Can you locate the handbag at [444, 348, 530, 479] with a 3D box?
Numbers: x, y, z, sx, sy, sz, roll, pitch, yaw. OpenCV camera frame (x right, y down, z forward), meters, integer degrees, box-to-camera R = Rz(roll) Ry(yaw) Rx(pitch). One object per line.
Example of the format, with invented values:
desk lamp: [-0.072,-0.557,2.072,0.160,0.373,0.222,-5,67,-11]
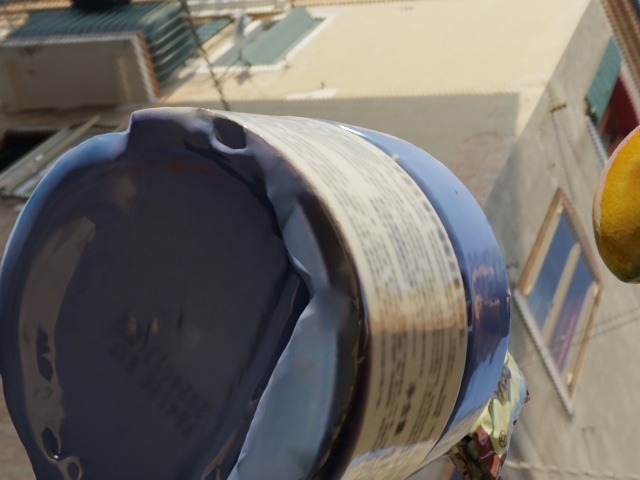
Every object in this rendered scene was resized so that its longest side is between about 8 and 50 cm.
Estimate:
handbag: [0.142,0.138,1.176,0.127,0.235,0.213,-36,-89,25]

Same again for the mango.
mango: [0.408,-0.056,1.298,0.221,0.120,0.151,-53,-128,7]

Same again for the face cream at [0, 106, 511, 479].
face cream: [-0.036,0.046,0.642,0.249,0.225,0.249,0,-90,28]
